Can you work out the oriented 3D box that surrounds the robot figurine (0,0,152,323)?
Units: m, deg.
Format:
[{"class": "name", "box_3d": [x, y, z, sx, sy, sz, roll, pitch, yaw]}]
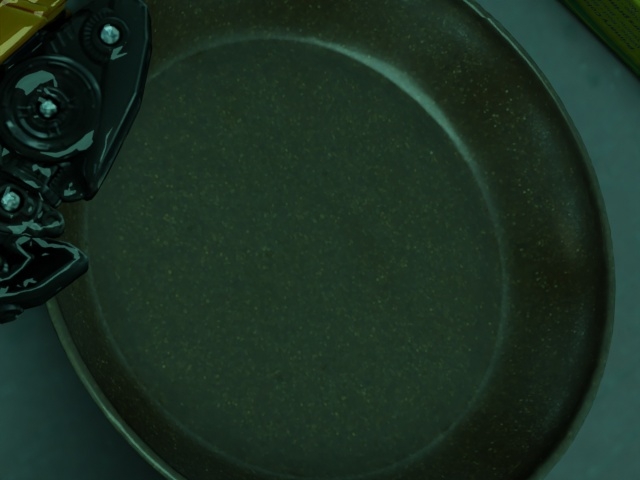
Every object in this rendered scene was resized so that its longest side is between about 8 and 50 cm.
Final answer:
[{"class": "robot figurine", "box_3d": [-0.186, -0.014, 0.452, 0.211, 0.085, 0.291, 44, 76, 3]}]

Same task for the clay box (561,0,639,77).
[{"class": "clay box", "box_3d": [0.196, -0.075, 0.651, 0.222, 0.053, 0.127, 41, 79, -22]}]

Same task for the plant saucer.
[{"class": "plant saucer", "box_3d": [0.000, 0.000, 0.554, 0.199, 0.036, 0.198, 9, 70, -25]}]
